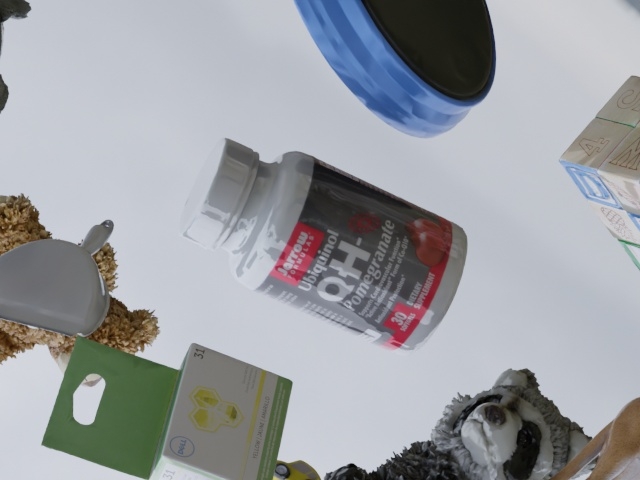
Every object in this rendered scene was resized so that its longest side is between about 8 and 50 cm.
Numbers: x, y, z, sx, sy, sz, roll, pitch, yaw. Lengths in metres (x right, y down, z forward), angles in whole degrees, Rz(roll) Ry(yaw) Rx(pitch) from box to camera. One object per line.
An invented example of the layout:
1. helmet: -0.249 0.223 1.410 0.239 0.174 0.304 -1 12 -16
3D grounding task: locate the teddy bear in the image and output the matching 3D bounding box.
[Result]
1. teddy bear: -0.342 0.074 2.380 0.113 0.245 0.338 -114 2 -48

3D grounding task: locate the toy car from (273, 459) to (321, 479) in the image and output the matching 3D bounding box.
1. toy car: 0.052 0.344 2.483 0.239 0.225 0.053 52 -137 -13

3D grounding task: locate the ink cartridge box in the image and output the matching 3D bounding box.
1. ink cartridge box: -0.156 0.180 2.057 0.235 0.056 0.171 22 -139 -9

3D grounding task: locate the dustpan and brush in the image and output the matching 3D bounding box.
1. dustpan and brush: -0.261 0.031 1.992 0.147 0.060 0.211 13 -134 17

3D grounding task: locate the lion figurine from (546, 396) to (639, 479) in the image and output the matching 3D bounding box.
1. lion figurine: 0.383 0.221 1.924 0.392 0.240 0.142 18 154 37

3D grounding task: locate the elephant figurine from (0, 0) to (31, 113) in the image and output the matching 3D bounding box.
1. elephant figurine: -0.396 -0.134 2.019 0.169 0.186 0.239 25 -131 -67

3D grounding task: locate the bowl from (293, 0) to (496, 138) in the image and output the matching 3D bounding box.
1. bowl: 0.088 -0.319 2.429 0.391 0.077 0.391 38 -141 -38

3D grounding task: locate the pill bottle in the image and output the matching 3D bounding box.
1. pill bottle: 0.000 0.000 2.339 0.318 0.176 0.176 24 -163 -13

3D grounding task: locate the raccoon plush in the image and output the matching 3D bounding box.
1. raccoon plush: 0.144 0.324 2.351 0.216 0.299 0.446 53 155 11

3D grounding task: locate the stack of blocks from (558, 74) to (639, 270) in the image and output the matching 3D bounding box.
1. stack of blocks: 0.313 -0.001 1.282 0.171 0.087 0.297 50 164 -32
